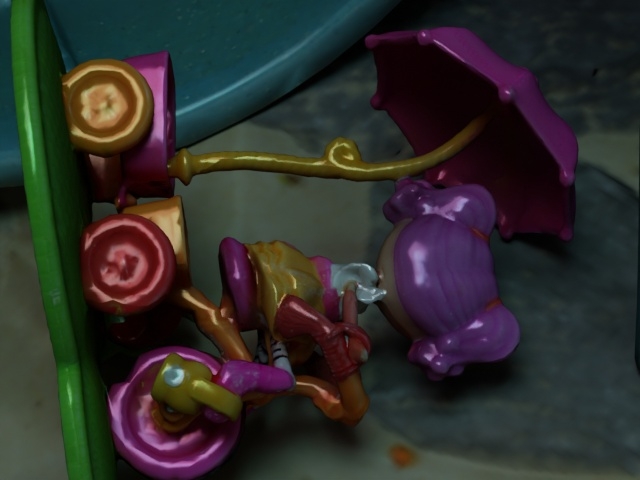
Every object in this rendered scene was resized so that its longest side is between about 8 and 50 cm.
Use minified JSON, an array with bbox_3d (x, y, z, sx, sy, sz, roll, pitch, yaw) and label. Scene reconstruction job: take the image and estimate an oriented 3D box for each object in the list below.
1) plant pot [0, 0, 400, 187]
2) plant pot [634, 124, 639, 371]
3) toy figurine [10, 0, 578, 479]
[{"bbox_3d":[-0.139,-0.252,0.647,0.341,0.341,0.334,-25,44,-5],"label":"plant pot"},{"bbox_3d":[0.181,-0.057,0.458,0.166,0.234,0.165,26,64,29],"label":"plant pot"},{"bbox_3d":[0.000,0.000,0.553,0.159,0.130,0.173,-7,73,-3],"label":"toy figurine"}]
